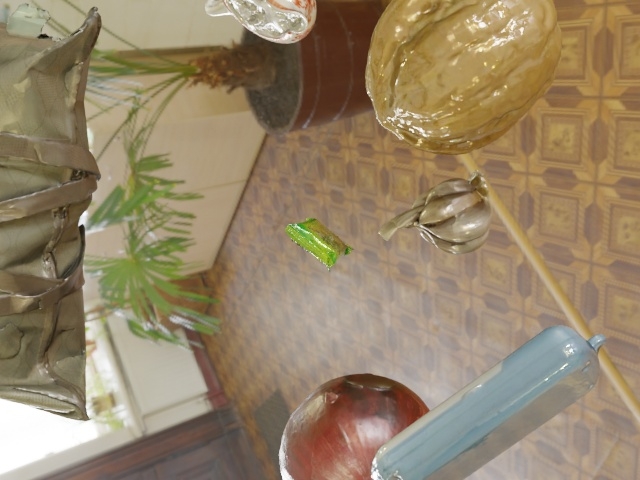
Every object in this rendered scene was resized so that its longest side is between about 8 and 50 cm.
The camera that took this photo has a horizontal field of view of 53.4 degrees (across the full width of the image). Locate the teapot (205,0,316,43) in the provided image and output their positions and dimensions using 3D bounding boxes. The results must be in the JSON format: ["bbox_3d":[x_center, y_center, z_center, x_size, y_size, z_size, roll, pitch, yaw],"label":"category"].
[{"bbox_3d":[-0.089,-0.366,0.958,0.245,0.159,0.116,13,79,47],"label":"teapot"}]

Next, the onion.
[{"bbox_3d":[0.083,0.428,1.305,0.341,0.341,0.341,31,129,50],"label":"onion"}]

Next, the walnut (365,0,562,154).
[{"bbox_3d":[0.177,-0.229,0.825,0.224,0.257,0.257,-132,37,-61],"label":"walnut"}]

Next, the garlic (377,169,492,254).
[{"bbox_3d":[0.191,-0.029,1.036,0.131,0.194,0.127,-15,92,70],"label":"garlic"}]

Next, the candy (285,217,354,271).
[{"bbox_3d":[0.001,-0.001,1.066,0.102,0.178,0.032,41,101,4],"label":"candy"}]

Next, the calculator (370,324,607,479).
[{"bbox_3d":[0.133,0.137,0.493,0.039,0.210,0.121,56,-171,32],"label":"calculator"}]

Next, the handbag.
[{"bbox_3d":[-0.207,-0.016,0.394,0.183,0.117,0.270,14,104,17],"label":"handbag"}]
